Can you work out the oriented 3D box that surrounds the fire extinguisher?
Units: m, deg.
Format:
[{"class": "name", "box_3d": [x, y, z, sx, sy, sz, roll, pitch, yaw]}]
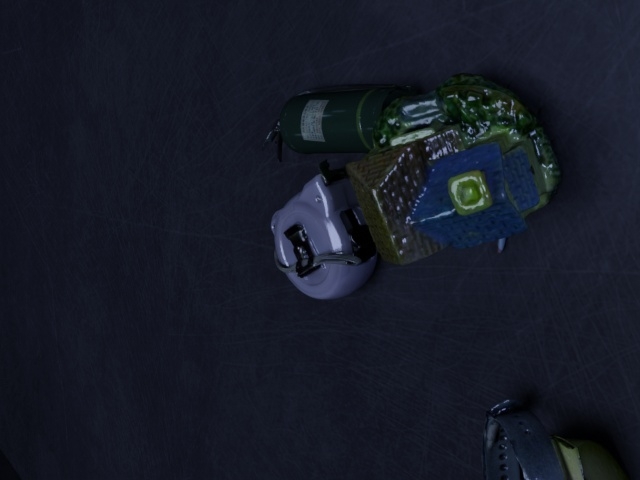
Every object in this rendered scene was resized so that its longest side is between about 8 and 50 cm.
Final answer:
[{"class": "fire extinguisher", "box_3d": [0.016, -0.171, 1.257, 0.294, 0.093, 0.118, 6, 84, 49]}]

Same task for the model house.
[{"class": "model house", "box_3d": [0.148, -0.077, 1.009, 0.214, 0.189, 0.195, -11, 107, 29]}]

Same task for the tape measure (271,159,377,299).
[{"class": "tape measure", "box_3d": [0.003, 0.002, 1.328, 0.178, 0.105, 0.196, 59, 138, 13]}]

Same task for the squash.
[{"class": "squash", "box_3d": [0.345, 0.328, 1.101, 0.184, 0.085, 0.191, 127, 128, -78]}]

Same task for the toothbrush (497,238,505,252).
[{"class": "toothbrush", "box_3d": [0.239, -0.071, 1.095, 0.019, 0.013, 0.193, 21, 120, 33]}]

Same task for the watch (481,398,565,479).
[{"class": "watch", "box_3d": [0.263, 0.323, 1.132, 0.206, 0.068, 0.193, 91, 168, -50]}]
